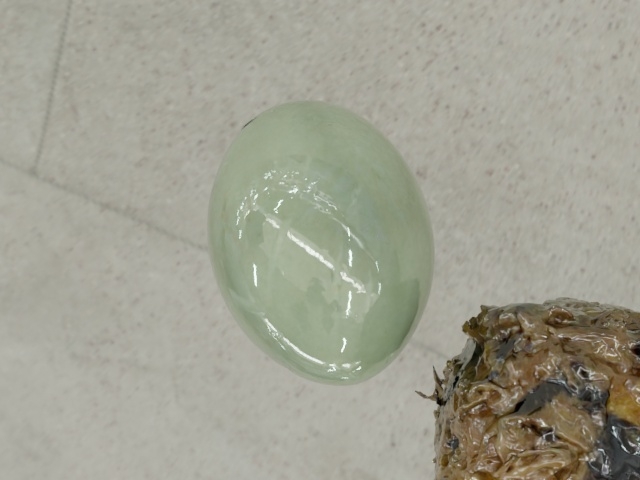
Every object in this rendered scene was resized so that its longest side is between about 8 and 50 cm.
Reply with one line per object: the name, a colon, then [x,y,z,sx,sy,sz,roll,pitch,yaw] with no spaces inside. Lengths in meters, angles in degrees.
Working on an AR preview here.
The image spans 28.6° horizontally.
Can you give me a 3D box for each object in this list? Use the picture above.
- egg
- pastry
egg: [0.000,0.000,1.043,0.186,0.186,0.253,-32,60,28]
pastry: [0.200,0.127,0.957,0.275,0.275,0.193,-8,105,23]
